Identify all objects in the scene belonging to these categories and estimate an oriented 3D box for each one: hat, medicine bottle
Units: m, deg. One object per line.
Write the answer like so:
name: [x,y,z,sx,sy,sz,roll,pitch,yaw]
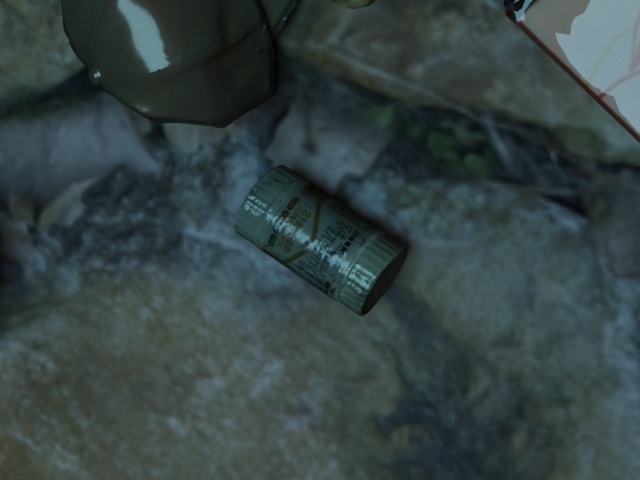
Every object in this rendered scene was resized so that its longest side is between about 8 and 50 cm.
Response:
hat: [-0.071,-0.159,0.960,0.147,0.085,0.175,36,114,12]
medicine bottle: [0.000,0.000,0.989,0.083,0.047,0.047,34,113,12]

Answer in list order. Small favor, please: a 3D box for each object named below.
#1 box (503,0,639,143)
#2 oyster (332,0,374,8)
box: [0.336,-0.100,0.784,0.385,0.122,0.344,45,115,7]
oyster: [0.099,-0.250,0.844,0.110,0.166,0.341,13,111,-17]
